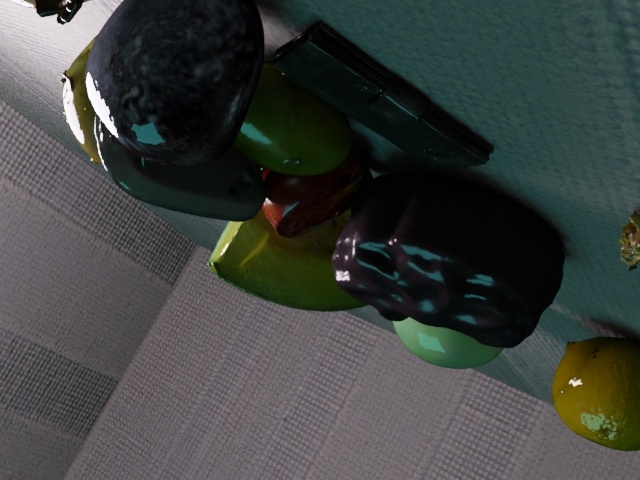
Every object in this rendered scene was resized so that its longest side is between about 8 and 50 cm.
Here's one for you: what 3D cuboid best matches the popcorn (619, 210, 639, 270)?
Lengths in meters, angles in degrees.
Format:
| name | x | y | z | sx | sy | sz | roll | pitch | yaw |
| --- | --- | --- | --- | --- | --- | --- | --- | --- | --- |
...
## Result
| name | x | y | z | sx | sy | sz | roll | pitch | yaw |
| --- | --- | --- | --- | --- | --- | --- | --- | --- | --- |
| popcorn | 0.439 | 0.010 | 1.239 | 0.084 | 0.084 | 0.084 | 28 | 170 | 5 |

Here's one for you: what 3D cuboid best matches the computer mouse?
| name | x | y | z | sx | sy | sz | roll | pitch | yaw |
| --- | --- | --- | --- | --- | --- | --- | --- | --- | --- |
| computer mouse | -0.216 | -0.126 | 1.451 | 0.095 | 0.197 | 0.331 | -32 | 152 | 35 |

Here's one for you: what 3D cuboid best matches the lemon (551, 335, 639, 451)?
| name | x | y | z | sx | sy | sz | roll | pitch | yaw |
| --- | --- | --- | --- | --- | --- | --- | --- | --- | --- |
| lemon | 0.604 | 0.312 | 1.861 | 0.253 | 0.228 | 0.228 | 23 | 169 | 10 |

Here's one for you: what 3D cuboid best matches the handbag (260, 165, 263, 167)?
| name | x | y | z | sx | sy | sz | roll | pitch | yaw |
| --- | --- | --- | --- | --- | --- | --- | --- | --- | --- |
| handbag | -0.237 | -0.199 | 1.931 | 0.269 | 0.118 | 0.325 | 32 | 177 | -10 |

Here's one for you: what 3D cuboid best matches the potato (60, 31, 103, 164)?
| name | x | y | z | sx | sy | sz | roll | pitch | yaw |
| --- | --- | --- | --- | --- | --- | --- | --- | --- | --- |
| potato | -0.290 | -0.211 | 1.622 | 0.269 | 0.219 | 0.359 | -20 | 136 | 22 |

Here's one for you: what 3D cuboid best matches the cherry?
| name | x | y | z | sx | sy | sz | roll | pitch | yaw |
| --- | --- | --- | --- | --- | --- | --- | --- | --- | --- |
| cherry | -0.198 | -0.226 | 1.248 | 0.218 | 0.296 | 0.255 | 19 | -157 | -34 |

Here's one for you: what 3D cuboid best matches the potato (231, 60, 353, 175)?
| name | x | y | z | sx | sy | sz | roll | pitch | yaw |
| --- | --- | --- | --- | --- | --- | --- | --- | --- | --- |
| potato | -0.070 | -0.186 | 1.434 | 0.253 | 0.149 | 0.186 | 24 | 150 | -11 |

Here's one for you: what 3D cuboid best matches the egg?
| name | x | y | z | sx | sy | sz | roll | pitch | yaw |
| --- | --- | --- | --- | --- | --- | --- | --- | --- | --- |
| egg | 0.290 | 0.175 | 2.042 | 0.269 | 0.220 | 0.220 | 29 | 170 | -2 |

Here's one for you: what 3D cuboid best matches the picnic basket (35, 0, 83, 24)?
| name | x | y | z | sx | sy | sz | roll | pitch | yaw |
| --- | --- | --- | --- | --- | --- | --- | --- | --- | --- |
| picnic basket | -0.397 | -0.360 | 1.045 | 0.291 | 0.321 | 0.254 | 35 | 172 | -21 |

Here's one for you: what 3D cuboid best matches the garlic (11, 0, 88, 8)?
| name | x | y | z | sx | sy | sz | roll | pitch | yaw |
| --- | --- | --- | --- | --- | --- | --- | --- | --- | --- |
| garlic | -0.416 | -0.424 | 1.364 | 0.245 | 0.145 | 0.164 | 25 | -160 | 33 |

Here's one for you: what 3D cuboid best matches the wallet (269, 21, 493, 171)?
| name | x | y | z | sx | sy | sz | roll | pitch | yaw |
| --- | --- | --- | --- | --- | --- | --- | --- | --- | --- |
| wallet | 0.084 | -0.192 | 1.308 | 0.317 | 0.044 | 0.169 | 32 | 168 | -19 |

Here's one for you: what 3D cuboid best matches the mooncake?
| name | x | y | z | sx | sy | sz | roll | pitch | yaw |
| --- | --- | --- | --- | --- | --- | --- | --- | --- | --- |
| mooncake | 0.202 | 0.034 | 1.556 | 0.381 | 0.212 | 0.350 | 6 | 153 | 38 |

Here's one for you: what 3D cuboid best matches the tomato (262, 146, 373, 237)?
| name | x | y | z | sx | sy | sz | roll | pitch | yaw |
| --- | --- | --- | --- | --- | --- | --- | --- | --- | --- |
| tomato | -0.020 | -0.109 | 1.624 | 0.140 | 0.200 | 0.233 | 56 | -178 | 16 |

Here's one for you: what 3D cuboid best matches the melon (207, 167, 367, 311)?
| name | x | y | z | sx | sy | sz | roll | pitch | yaw |
| --- | --- | --- | --- | --- | --- | --- | --- | --- | --- |
| melon | 0.000 | 0.000 | 1.825 | 0.343 | 0.331 | 0.226 | 35 | 139 | -8 |
